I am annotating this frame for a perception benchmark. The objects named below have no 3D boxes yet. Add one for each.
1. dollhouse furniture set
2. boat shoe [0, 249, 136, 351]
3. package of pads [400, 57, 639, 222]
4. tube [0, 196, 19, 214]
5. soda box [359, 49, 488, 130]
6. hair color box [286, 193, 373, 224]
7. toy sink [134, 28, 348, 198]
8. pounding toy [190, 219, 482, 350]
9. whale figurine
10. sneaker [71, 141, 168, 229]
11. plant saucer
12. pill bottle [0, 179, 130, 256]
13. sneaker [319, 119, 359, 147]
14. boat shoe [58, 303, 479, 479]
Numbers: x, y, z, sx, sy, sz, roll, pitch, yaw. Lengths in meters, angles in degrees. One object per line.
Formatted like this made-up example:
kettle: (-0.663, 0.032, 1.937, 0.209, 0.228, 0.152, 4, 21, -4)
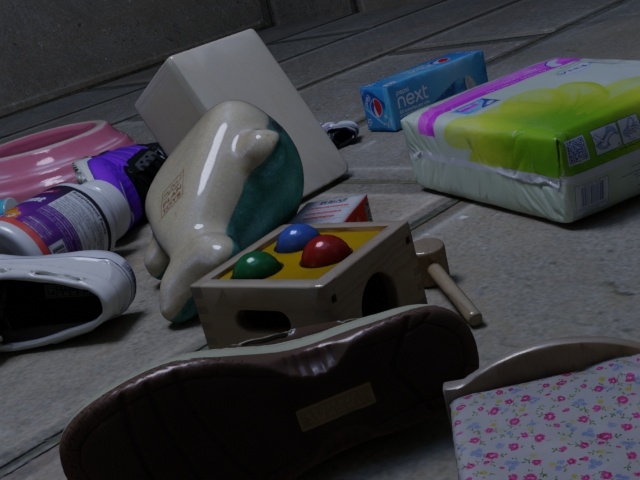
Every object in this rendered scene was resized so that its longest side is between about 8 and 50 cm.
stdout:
dollhouse furniture set: (0.153, 0.037, 0.517, 0.356, 0.173, 0.303, -12, 17, 8)
boat shoe: (-0.315, 0.067, 0.951, 0.268, 0.096, 0.088, -3, 14, 8)
package of pads: (0.257, -0.115, 1.034, 0.229, 0.101, 0.296, -22, 19, -19)
tube: (-0.539, -0.011, 1.453, 0.207, 0.052, 0.080, -16, 12, 14)
soda box: (0.166, -0.235, 1.534, 0.210, 0.071, 0.067, -25, 21, -31)
hair color box: (0.000, 0.000, 0.976, 0.072, 0.043, 0.141, -7, 20, 23)
toy sink: (-0.104, -0.132, 1.285, 0.153, 0.234, 0.131, -32, -5, -41)
pounding toy: (0.036, 0.025, 0.781, 0.181, 0.094, 0.206, -2, 22, 36)
whale figurine: (-0.091, -0.020, 0.997, 0.216, 0.141, 0.272, -45, 26, 26)
sneaker: (-0.254, -0.085, 1.354, 0.146, 0.102, 0.293, -16, 17, -8)
plant saucer: (-0.489, -0.140, 1.753, 0.332, 0.084, 0.332, -13, 16, 4)
pill bottle: (-0.301, -0.002, 1.118, 0.108, 0.108, 0.193, -6, 19, 26)
sneaker: (0.009, -0.155, 1.467, 0.098, 0.038, 0.069, -13, 16, 6)
boat shoe: (-0.032, 0.104, 0.622, 0.258, 0.095, 0.095, -12, 2, -11)
